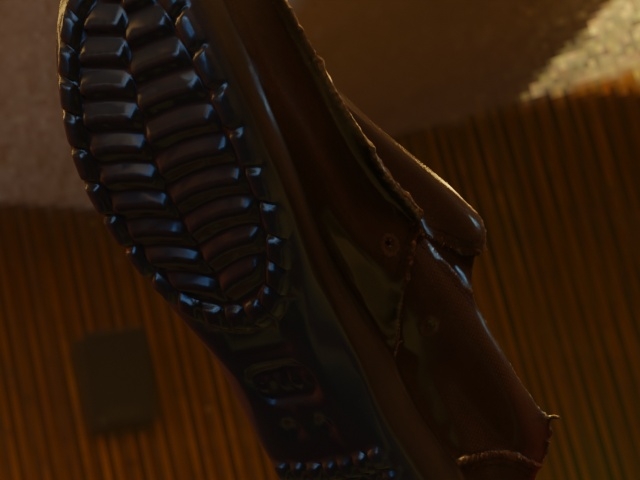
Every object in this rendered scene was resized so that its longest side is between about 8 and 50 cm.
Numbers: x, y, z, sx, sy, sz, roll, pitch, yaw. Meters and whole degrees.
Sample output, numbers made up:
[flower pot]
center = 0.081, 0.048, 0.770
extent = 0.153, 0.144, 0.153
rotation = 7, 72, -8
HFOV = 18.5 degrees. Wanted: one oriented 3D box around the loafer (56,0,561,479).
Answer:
[loafer]
center = 0.000, 0.000, 0.562
extent = 0.080, 0.220, 0.078
rotation = -3, 30, 47
